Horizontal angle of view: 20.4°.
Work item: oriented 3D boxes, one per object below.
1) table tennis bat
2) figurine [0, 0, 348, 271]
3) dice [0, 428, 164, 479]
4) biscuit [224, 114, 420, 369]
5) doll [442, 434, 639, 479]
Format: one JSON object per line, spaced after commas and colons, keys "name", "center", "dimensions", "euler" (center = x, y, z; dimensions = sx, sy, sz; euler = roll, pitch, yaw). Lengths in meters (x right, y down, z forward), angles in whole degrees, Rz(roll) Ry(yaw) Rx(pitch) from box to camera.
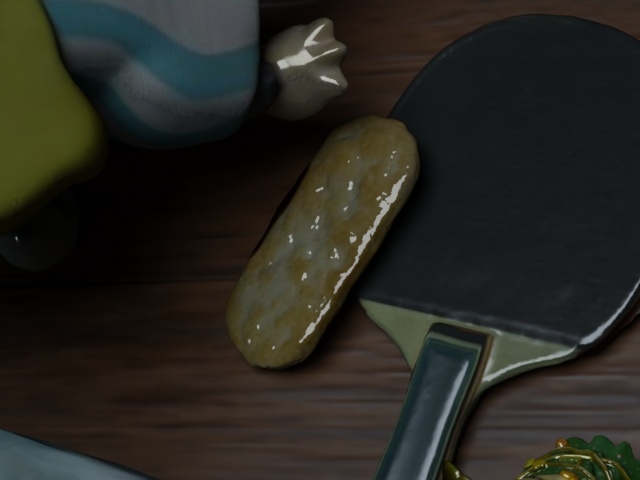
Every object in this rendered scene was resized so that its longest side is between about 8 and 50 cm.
{"name": "table tennis bat", "center": [0.082, 0.020, 0.878], "dimensions": [0.173, 0.022, 0.301], "euler": [12, 72, 28]}
{"name": "figurine", "center": [-0.240, -0.089, 0.939], "dimensions": [0.378, 0.361, 0.266], "euler": [-15, 83, 59]}
{"name": "dice", "center": [-0.147, 0.244, 0.694], "dimensions": [0.328, 0.330, 0.348], "euler": [12, 71, 26]}
{"name": "biscuit", "center": [0.000, 0.000, 0.911], "dimensions": [0.071, 0.018, 0.147], "euler": [31, 88, 43]}
{"name": "doll", "center": [0.094, 0.133, 0.779], "dimensions": [0.078, 0.113, 0.076], "euler": [35, 120, 30]}
